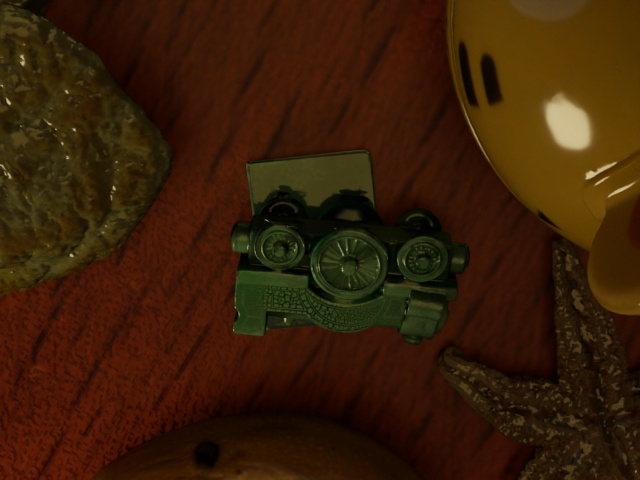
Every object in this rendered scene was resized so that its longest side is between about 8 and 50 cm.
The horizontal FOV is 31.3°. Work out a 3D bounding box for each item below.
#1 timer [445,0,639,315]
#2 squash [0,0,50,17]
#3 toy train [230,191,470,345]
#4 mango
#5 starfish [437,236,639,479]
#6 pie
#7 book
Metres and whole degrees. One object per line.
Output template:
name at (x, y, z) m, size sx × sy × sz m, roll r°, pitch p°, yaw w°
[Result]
timer at (0.251, -0.139, 0.682) m, size 0.376 × 0.387 × 0.376 m, roll -1°, pitch 102°, yaw -3°
squash at (-0.295, -0.236, 0.835) m, size 0.219 × 0.041 × 0.219 m, roll 0°, pitch 98°, yaw -2°
toy train at (0.020, 0.026, 0.854) m, size 0.178 × 0.071 × 0.104 m, roll 6°, pitch 112°, yaw -1°
mango at (-0.048, 0.221, 0.887) m, size 0.295 × 0.120 × 0.177 m, roll -8°, pitch 93°, yaw -1°
starfish at (0.216, 0.117, 0.903) m, size 0.295 × 0.048 × 0.231 m, roll -36°, pitch 99°, yaw 5°
pie at (-0.251, -0.061, 0.791) m, size 0.274 × 0.105 × 0.257 m, roll 21°, pitch 127°, yaw -25°
book at (0.000, 0.000, 0.892) m, size 0.103 × 0.017 × 0.135 m, roll -5°, pitch 101°, yaw 1°
